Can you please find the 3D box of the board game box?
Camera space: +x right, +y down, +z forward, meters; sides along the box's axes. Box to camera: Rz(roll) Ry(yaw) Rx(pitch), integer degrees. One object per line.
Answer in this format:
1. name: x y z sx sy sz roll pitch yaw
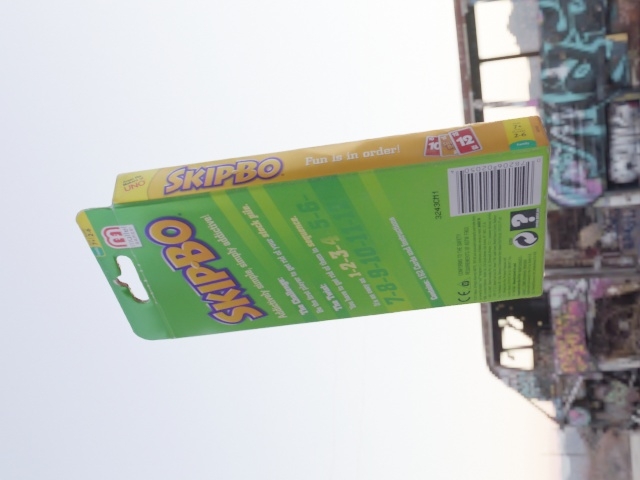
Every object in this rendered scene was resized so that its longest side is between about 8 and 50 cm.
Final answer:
1. board game box: 0.000 0.000 0.505 0.124 0.259 0.039 78 -175 -46
